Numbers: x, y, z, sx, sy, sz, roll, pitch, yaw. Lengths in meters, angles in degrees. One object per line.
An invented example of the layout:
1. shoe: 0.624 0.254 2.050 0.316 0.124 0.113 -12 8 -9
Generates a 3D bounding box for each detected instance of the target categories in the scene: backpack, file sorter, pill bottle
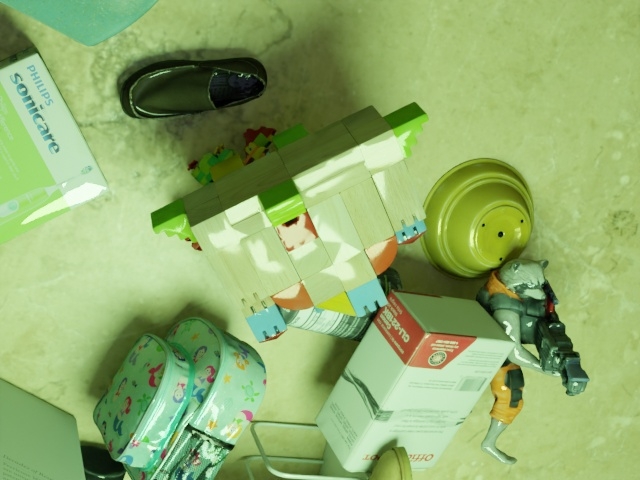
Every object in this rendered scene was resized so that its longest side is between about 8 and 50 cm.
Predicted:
1. backpack: -0.206 0.241 1.376 0.191 0.225 0.253 39 87 -30
2. file sorter: -0.044 0.462 1.519 0.173 0.193 0.278 7 104 -18
3. pill bottle: -0.379 0.437 1.430 0.122 0.123 0.219 17 101 -23
4. pill bottle: -0.004 0.078 1.444 0.245 0.130 0.131 15 101 -23

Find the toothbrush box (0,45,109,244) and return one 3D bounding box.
1. toothbrush box: -0.459 -0.104 1.233 0.283 0.122 0.206 -28 113 -8

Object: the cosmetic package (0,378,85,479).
1. cosmetic package: -0.433 0.391 1.214 0.161 0.453 0.230 36 92 -25

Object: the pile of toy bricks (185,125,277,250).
1. pile of toy bricks: -0.149 -0.088 1.370 0.105 0.118 0.212 43 103 13

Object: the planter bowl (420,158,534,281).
1. planter bowl: 0.281 -0.021 1.534 0.217 0.090 0.217 -5 108 -17

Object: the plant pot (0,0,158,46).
1. plant pot: -0.290 -0.394 1.141 0.247 0.247 0.252 25 114 -24

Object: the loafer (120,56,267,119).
1. loafer: -0.176 -0.220 1.318 0.220 0.078 0.080 -15 111 -14

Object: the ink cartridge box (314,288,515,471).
1. ink cartridge box: 0.144 0.224 1.443 0.197 0.114 0.273 10 118 -37

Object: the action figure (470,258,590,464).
1. action figure: 0.300 0.186 1.493 0.178 0.341 0.330 12 103 -5

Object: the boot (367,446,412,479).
1. boot: -0.008 0.414 1.368 0.269 0.089 0.236 5 104 -13

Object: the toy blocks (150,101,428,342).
1. toy blocks: 0.000 0.000 1.270 0.381 0.191 0.261 -26 121 -1
